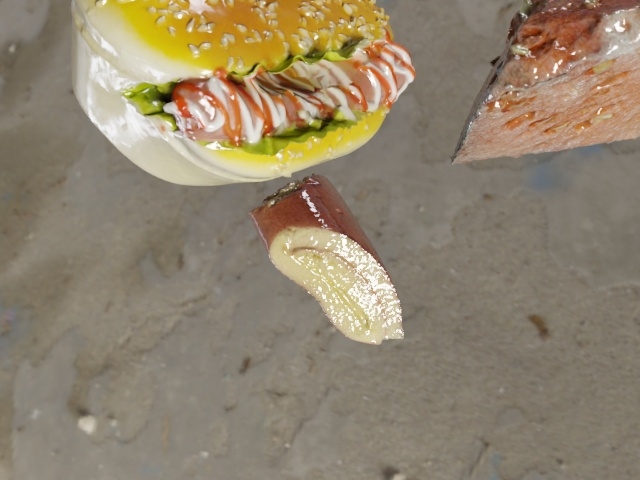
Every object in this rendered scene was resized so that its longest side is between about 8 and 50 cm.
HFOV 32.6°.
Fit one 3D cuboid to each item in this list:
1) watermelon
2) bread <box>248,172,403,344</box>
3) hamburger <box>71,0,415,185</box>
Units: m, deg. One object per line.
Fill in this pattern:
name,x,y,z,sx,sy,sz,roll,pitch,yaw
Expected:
watermelon,0.215,-0.144,0.888,0.257,0.193,0.139,-21,60,-3
bread,0.001,0.000,0.935,0.067,0.119,0.192,-42,50,13
hamburger,-0.044,-0.112,0.639,0.173,0.210,0.116,51,132,16
